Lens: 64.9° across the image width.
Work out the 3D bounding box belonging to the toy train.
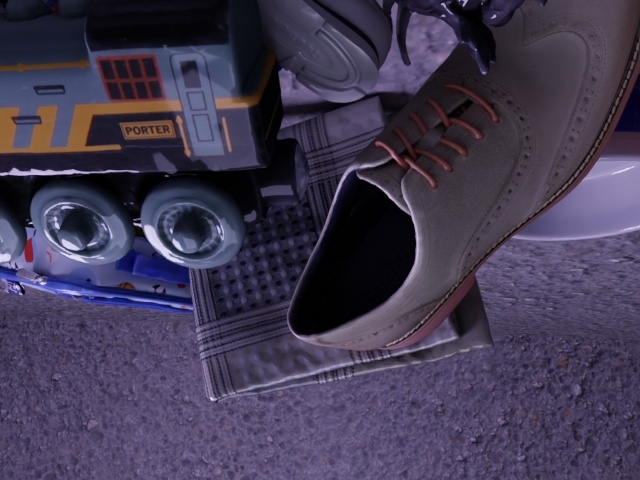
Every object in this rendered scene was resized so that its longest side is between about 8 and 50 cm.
[{"bbox_3d":[-0.178,-0.085,0.381,0.334,0.142,0.190,0,126,6],"label":"toy train"}]

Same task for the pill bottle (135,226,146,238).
[{"bbox_3d":[-0.266,-0.058,0.827,0.215,0.117,0.117,17,158,-34],"label":"pill bottle"}]

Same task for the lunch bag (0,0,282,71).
[{"bbox_3d":[-0.227,-0.177,0.498,0.293,0.138,0.221,32,151,-31],"label":"lunch bag"}]

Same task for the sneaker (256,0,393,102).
[{"bbox_3d":[-0.035,-0.213,0.384,0.235,0.094,0.090,39,150,-29],"label":"sneaker"}]

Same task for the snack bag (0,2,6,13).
[{"bbox_3d":[-0.370,-0.131,0.521,0.323,0.037,0.342,6,144,25],"label":"snack bag"}]

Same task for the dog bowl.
[{"bbox_3d":[0.321,-0.089,0.639,0.265,0.104,0.265,4,162,1],"label":"dog bowl"}]

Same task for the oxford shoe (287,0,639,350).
[{"bbox_3d":[0.110,-0.062,0.392,0.140,0.396,0.147,38,-160,30],"label":"oxford shoe"}]

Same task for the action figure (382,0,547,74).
[{"bbox_3d":[0.101,-0.207,0.260,0.141,0.163,0.276,5,155,-37],"label":"action figure"}]

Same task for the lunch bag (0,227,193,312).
[{"bbox_3d":[-0.301,0.042,0.749,0.243,0.114,0.303,6,172,30],"label":"lunch bag"}]

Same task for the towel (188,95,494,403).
[{"bbox_3d":[0.000,0.000,0.573,0.325,0.311,0.056,-14,158,6],"label":"towel"}]
